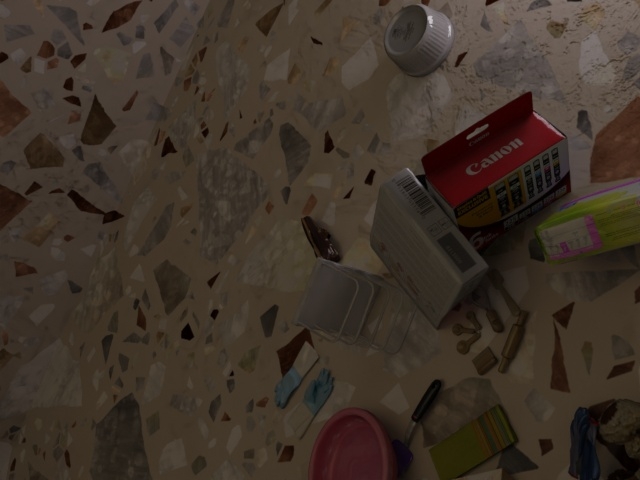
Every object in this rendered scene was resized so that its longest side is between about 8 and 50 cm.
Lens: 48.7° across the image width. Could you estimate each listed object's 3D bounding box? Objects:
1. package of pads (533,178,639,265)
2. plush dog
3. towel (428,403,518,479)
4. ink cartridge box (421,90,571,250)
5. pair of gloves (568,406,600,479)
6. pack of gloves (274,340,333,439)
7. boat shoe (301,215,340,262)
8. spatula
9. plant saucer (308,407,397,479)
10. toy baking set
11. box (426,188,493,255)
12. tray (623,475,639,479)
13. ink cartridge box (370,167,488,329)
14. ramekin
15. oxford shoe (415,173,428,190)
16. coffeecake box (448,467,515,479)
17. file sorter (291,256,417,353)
[{"bbox_3d":[0.629,-0.052,1.512,0.296,0.229,0.101,-21,94,39],"label":"package of pads"},{"bbox_3d":[0.675,0.454,1.369,0.262,0.210,0.226,-139,56,-73],"label":"plush dog"},{"bbox_3d":[0.371,0.505,1.740,0.237,0.021,0.102,-43,45,28],"label":"towel"},{"bbox_3d":[0.414,-0.151,1.654,0.309,0.272,0.130,-33,50,-2],"label":"ink cartridge box"},{"bbox_3d":[0.555,0.440,1.485,0.023,0.198,0.160,6,90,5],"label":"pair of gloves"},{"bbox_3d":[-0.066,0.455,2.173,0.195,0.046,0.232,44,108,43],"label":"pack of gloves"},{"bbox_3d":[0.000,0.000,2.252,0.073,0.073,0.207,-23,57,-6],"label":"boat shoe"},{"bbox_3d":[0.241,0.493,1.859,0.084,0.030,0.297,38,106,47],"label":"spatula"},{"bbox_3d":[0.094,0.621,1.897,0.332,0.084,0.332,-32,49,45],"label":"plant saucer"},{"bbox_3d":[0.424,0.206,1.777,0.196,0.030,0.256,29,98,46],"label":"toy baking set"},{"bbox_3d":[0.335,-0.027,1.873,0.216,0.060,0.270,46,111,21],"label":"box"},{"bbox_3d":[0.517,0.647,1.398,0.411,0.076,0.203,-55,50,42],"label":"tray"},{"bbox_3d":[0.256,0.036,1.778,0.091,0.385,0.308,-33,71,-12],"label":"ink cartridge box"},{"bbox_3d":[0.287,-0.610,2.135,0.207,0.109,0.207,-16,66,41],"label":"ramekin"},{"bbox_3d":[0.265,-0.074,2.013,0.096,0.082,0.227,-164,87,-73],"label":"oxford shoe"},{"bbox_3d":[0.354,0.621,1.636,0.185,0.068,0.142,-28,26,36],"label":"coffeecake box"},{"bbox_3d":[0.101,0.188,1.930,0.173,0.277,0.193,25,94,45],"label":"file sorter"}]
